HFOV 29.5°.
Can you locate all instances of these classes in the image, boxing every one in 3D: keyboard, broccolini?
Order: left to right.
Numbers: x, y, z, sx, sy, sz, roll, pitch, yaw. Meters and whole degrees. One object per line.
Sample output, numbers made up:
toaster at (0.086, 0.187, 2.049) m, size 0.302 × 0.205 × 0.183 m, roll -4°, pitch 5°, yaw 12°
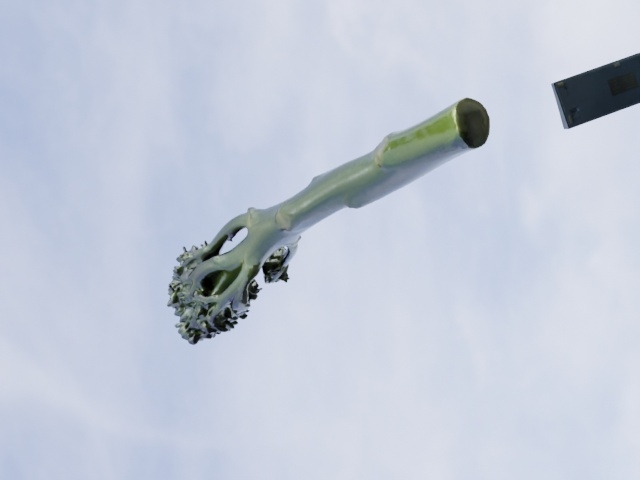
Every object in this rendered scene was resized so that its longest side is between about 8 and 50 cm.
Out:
broccolini at (0.000, -0.006, 0.867) m, size 0.074 × 0.392 × 0.079 m, roll -25°, pitch -91°, yaw -39°
keyboard at (0.339, -0.176, 1.372) m, size 0.176 × 0.014 × 0.055 m, roll -21°, pitch -83°, yaw -22°
